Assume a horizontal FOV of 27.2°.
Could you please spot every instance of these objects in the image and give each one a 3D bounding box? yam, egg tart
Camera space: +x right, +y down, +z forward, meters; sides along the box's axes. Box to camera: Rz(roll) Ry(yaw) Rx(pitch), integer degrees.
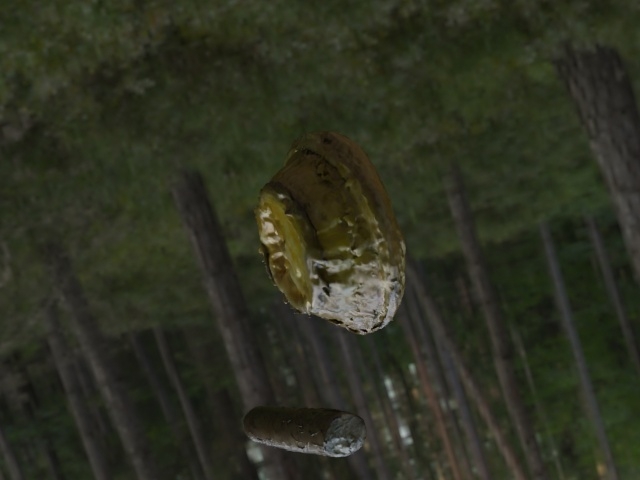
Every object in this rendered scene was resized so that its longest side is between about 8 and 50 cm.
[{"bbox_3d":[-0.012,0.120,0.837,0.032,0.032,0.145,-21,-176,-23],"label":"yam"},{"bbox_3d":[0.000,0.000,1.105,0.074,0.191,0.191,-22,-169,-23],"label":"egg tart"}]
